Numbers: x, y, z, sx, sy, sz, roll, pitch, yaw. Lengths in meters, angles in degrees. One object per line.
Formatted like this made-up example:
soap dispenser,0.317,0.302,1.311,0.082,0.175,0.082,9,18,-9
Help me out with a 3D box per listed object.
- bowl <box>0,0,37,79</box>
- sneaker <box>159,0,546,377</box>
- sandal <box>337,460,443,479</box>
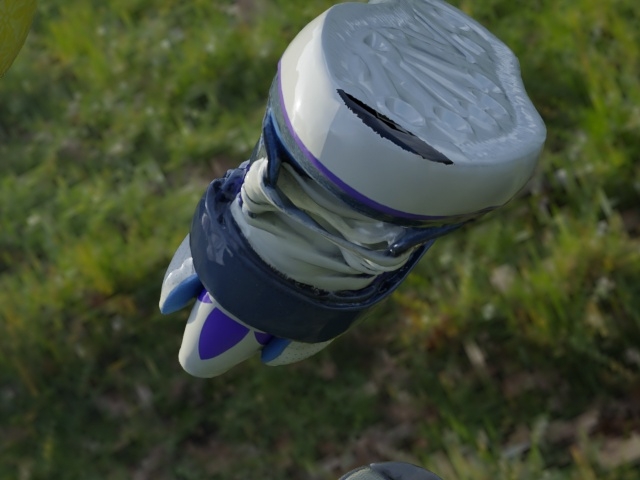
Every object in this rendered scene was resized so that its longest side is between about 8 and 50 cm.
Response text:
bowl,-0.325,-0.134,1.264,0.289,0.289,0.156,-18,65,21
sneaker,0.000,0.000,0.958,0.236,0.130,0.323,-56,2,18
sandal,0.090,0.270,1.245,0.120,0.086,0.303,-6,37,-19
